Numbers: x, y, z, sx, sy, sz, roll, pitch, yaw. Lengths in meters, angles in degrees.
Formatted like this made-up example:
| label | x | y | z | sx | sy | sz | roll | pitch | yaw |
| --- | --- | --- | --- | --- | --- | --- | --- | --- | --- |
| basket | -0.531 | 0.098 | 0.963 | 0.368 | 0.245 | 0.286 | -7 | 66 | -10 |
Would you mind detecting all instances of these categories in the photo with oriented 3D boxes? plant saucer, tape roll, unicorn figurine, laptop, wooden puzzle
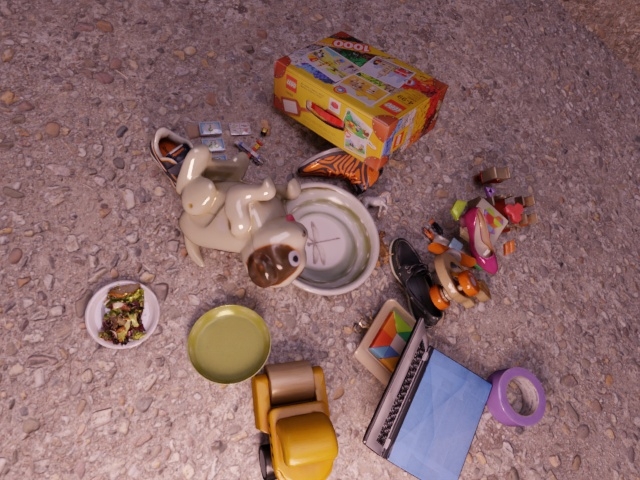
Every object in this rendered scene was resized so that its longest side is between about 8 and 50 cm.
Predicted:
| label | x | y | z | sx | sy | sz | roll | pitch | yaw |
| --- | --- | --- | --- | --- | --- | --- | --- | --- | --- |
| plant saucer | 0.000 | 0.000 | 1.548 | 0.399 | 0.100 | 0.401 | 6 | 67 | -15 |
| tape roll | 0.661 | 0.531 | 1.560 | 0.188 | 0.080 | 0.189 | 7 | 66 | -15 |
| unicorn figurine | 0.207 | -0.136 | 1.695 | 0.161 | 0.060 | 0.111 | 6 | 67 | -16 |
| plant saucer | -0.266 | 0.306 | 1.347 | 0.240 | 0.037 | 0.241 | 4 | 58 | -7 |
| laptop | 0.341 | 0.501 | 1.363 | 0.236 | 0.408 | 0.382 | 19 | 67 | 27 |
| wooden puzzle | 0.246 | 0.344 | 1.496 | 0.221 | 0.044 | 0.239 | 45 | 63 | -12 |

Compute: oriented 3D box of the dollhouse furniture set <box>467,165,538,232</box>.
| label | x | y | z | sx | sy | sz | roll | pitch | yaw |
| --- | --- | --- | --- | --- | --- | --- | --- | --- | --- |
| dollhouse furniture set | 0.713 | -0.159 | 1.857 | 0.261 | 0.135 | 0.260 | -4 | 81 | -19 |

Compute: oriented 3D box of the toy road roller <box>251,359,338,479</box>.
| label | x | y | z | sx | sy | sz | roll | pitch | yaw |
| --- | --- | --- | --- | --- | --- | --- | --- | --- | --- |
| toy road roller | -0.059 | 0.490 | 1.247 | 0.202 | 0.241 | 0.330 | -3 | 69 | -19 |

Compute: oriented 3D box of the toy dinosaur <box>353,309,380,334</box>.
| label | x | y | z | sx | sy | sz | roll | pitch | yaw |
| --- | --- | --- | --- | --- | --- | --- | --- | --- | --- |
| toy dinosaur | 0.159 | 0.294 | 1.506 | 0.092 | 0.053 | 0.183 | 31 | 62 | -5 |

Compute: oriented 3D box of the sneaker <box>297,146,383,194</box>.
| label | x | y | z | sx | sy | sz | roll | pitch | yaw |
| --- | --- | --- | --- | --- | --- | --- | --- | --- | --- |
| sneaker | 0.087 | -0.245 | 1.667 | 0.320 | 0.124 | 0.180 | -17 | 90 | -9 |

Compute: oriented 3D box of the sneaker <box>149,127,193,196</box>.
| label | x | y | z | sx | sy | sz | roll | pitch | yaw |
| --- | --- | --- | --- | --- | --- | --- | --- | --- | --- |
| sneaker | -0.432 | -0.227 | 1.486 | 0.321 | 0.127 | 0.126 | 43 | 61 | 1 |

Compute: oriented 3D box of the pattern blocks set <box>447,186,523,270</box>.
| label | x | y | z | sx | sy | sz | roll | pitch | yaw |
| --- | --- | --- | --- | --- | --- | --- | --- | --- | --- |
| pattern blocks set | 0.610 | -0.052 | 1.706 | 0.285 | 0.026 | 0.325 | 28 | 71 | -6 |

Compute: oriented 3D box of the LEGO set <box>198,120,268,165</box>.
| label | x | y | z | sx | sy | sz | roll | pitch | yaw |
| --- | --- | --- | --- | --- | --- | --- | --- | --- | --- |
| LEGO set | -0.293 | -0.348 | 1.621 | 0.244 | 0.060 | 0.183 | -7 | 75 | -21 |

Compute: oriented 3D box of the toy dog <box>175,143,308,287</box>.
| label | x | y | z | sx | sy | sz | roll | pitch | yaw |
| --- | --- | --- | --- | --- | --- | --- | --- | --- | --- |
| toy dog | -0.215 | -0.033 | 1.317 | 0.407 | 0.284 | 0.396 | 36 | 98 | 19 |

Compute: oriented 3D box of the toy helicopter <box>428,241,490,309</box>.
| label | x | y | z | sx | sy | sz | roll | pitch | yaw |
| --- | --- | --- | --- | --- | --- | --- | --- | --- | --- |
| toy helicopter | 0.495 | 0.131 | 1.602 | 0.354 | 0.140 | 0.235 | 24 | 43 | -44 |

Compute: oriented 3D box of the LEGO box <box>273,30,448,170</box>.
| label | x | y | z | sx | sy | sz | roll | pitch | yaw |
| --- | --- | --- | --- | --- | --- | --- | --- | --- | --- |
| LEGO box | 0.135 | -0.520 | 1.655 | 0.500 | 0.193 | 0.372 | 36 | 55 | 22 |

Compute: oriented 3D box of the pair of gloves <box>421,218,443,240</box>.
| label | x | y | z | sx | sy | sz | roll | pitch | yaw |
| --- | --- | --- | --- | --- | --- | --- | --- | --- | --- |
| pair of gloves | 0.429 | -0.037 | 1.756 | 0.074 | 0.010 | 0.083 | 47 | 60 | 6 |

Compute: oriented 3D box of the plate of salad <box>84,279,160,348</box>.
| label | x | y | z | sx | sy | sz | roll | pitch | yaw |
| --- | --- | --- | --- | --- | --- | --- | --- | --- | --- |
| plate of salad | -0.562 | 0.206 | 1.307 | 0.199 | 0.048 | 0.200 | 7 | 67 | -16 |

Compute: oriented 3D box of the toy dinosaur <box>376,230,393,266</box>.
| label | x | y | z | sx | sy | sz | roll | pitch | yaw |
| --- | --- | --- | --- | --- | --- | --- | --- | --- | --- |
| toy dinosaur | 0.210 | 0.041 | 1.589 | 0.064 | 0.113 | 0.212 | -5 | 30 | 2 |

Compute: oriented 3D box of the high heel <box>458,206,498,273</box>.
| label | x | y | z | sx | sy | sz | roll | pitch | yaw |
| --- | --- | --- | --- | --- | --- | --- | --- | --- | --- |
| high heel | 0.575 | 0.000 | 1.608 | 0.082 | 0.117 | 0.244 | -19 | 83 | -14 |

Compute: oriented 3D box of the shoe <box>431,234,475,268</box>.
| label | x | y | z | sx | sy | sz | roll | pitch | yaw |
| --- | --- | --- | --- | --- | --- | --- | --- | --- | --- |
| shoe | 0.515 | 0.043 | 1.715 | 0.218 | 0.076 | 0.059 | 23 | 68 | -6 |

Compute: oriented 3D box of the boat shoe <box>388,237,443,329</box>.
| label | x | y | z | sx | sy | sz | roll | pitch | yaw |
| --- | --- | --- | --- | --- | --- | --- | --- | --- | --- |
| boat shoe | 0.337 | 0.136 | 1.596 | 0.127 | 0.113 | 0.341 | -4 | 70 | -19 |
